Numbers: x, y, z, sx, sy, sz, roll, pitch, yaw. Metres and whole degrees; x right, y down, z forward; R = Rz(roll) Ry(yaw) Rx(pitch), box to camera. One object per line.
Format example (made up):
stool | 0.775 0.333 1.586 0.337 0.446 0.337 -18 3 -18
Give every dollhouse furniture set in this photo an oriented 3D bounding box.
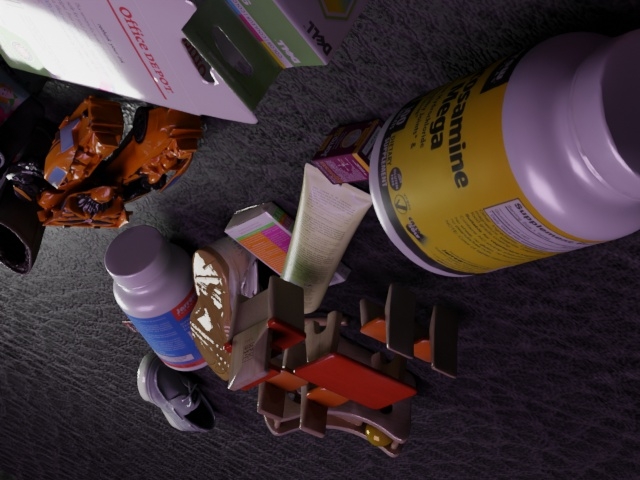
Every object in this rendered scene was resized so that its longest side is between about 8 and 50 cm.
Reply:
dollhouse furniture set | 0.006 0.159 2.035 0.259 0.135 0.262 26 141 -33

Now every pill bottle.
pill bottle | 0.203 -0.081 1.469 0.188 0.188 0.334 40 153 -18
pill bottle | -0.222 0.080 2.318 0.124 0.124 0.221 13 151 33

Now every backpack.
backpack | -0.474 -0.197 2.007 0.253 0.191 0.225 34 155 -13

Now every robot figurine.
robot figurine | -0.267 -0.090 2.003 0.211 0.085 0.291 2 157 -27

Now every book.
book | -0.041 0.011 2.098 0.144 0.035 0.096 42 149 -21

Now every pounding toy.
pounding toy | 0.009 0.201 2.248 0.269 0.154 0.155 28 155 6

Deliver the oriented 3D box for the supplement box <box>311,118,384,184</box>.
supplement box | 0.039 -0.097 1.780 0.043 0.055 0.083 46 151 -25

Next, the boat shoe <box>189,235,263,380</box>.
boat shoe | -0.116 0.091 2.225 0.098 0.096 0.277 42 149 23

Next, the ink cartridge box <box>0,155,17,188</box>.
ink cartridge box | -0.497 -0.053 2.317 0.127 0.176 0.128 29 155 4

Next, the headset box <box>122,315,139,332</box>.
headset box | -0.264 0.110 2.495 0.032 0.062 0.083 46 152 -27

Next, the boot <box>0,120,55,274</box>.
boot | -0.375 -0.039 2.167 0.076 0.208 0.189 -21 134 18

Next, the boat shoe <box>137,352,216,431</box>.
boat shoe | -0.237 0.260 2.740 0.081 0.079 0.227 8 152 24

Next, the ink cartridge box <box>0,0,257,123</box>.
ink cartridge box | -0.211 -0.255 1.691 0.353 0.119 0.207 17 153 30

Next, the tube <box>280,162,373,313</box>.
tube | 0.000 0.000 1.992 0.070 0.062 0.240 -7 145 -19

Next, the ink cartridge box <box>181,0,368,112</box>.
ink cartridge box | -0.020 -0.225 1.422 0.062 0.209 0.109 6 145 47
